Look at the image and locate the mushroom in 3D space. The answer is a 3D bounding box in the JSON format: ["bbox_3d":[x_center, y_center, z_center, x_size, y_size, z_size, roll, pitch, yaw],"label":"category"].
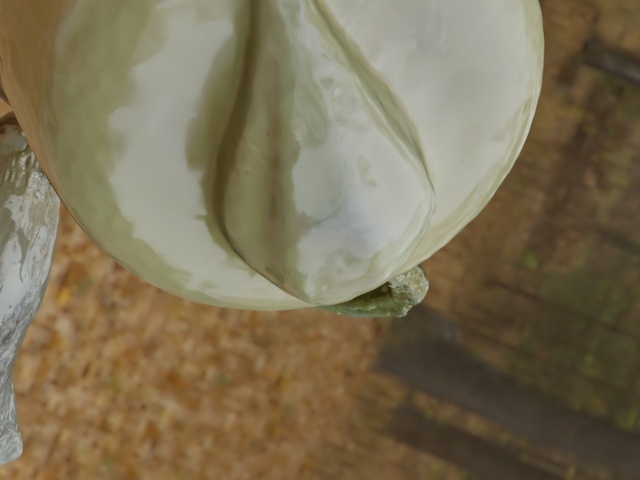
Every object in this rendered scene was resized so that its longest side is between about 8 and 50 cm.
[{"bbox_3d":[-0.325,0.064,1.885,0.177,0.126,0.397,-29,142,-56],"label":"mushroom"}]

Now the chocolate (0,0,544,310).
[{"bbox_3d":[-0.039,-0.127,1.077,0.314,0.326,0.297,-48,-156,14],"label":"chocolate"}]

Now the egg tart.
[{"bbox_3d":[0.000,0.000,1.591,0.197,0.197,0.078,91,20,-66],"label":"egg tart"}]
